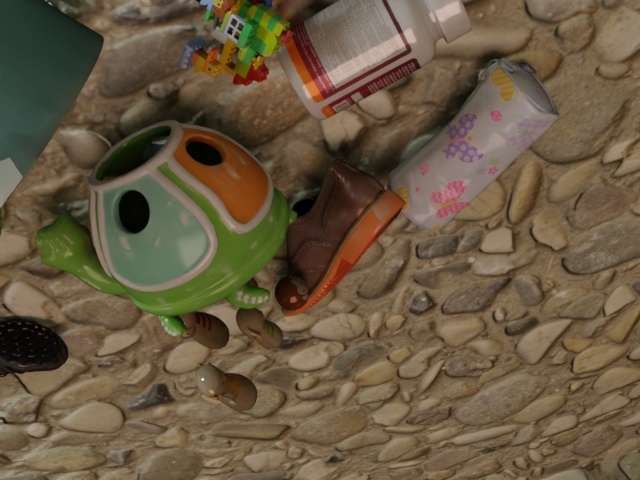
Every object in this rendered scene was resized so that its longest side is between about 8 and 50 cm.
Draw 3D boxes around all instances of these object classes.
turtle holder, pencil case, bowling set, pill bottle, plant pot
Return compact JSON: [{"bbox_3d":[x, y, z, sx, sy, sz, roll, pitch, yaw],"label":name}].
[{"bbox_3d":[-0.208,-0.033,1.101,0.320,0.243,0.227,3,139,42],"label":"turtle holder"},{"bbox_3d":[0.218,-0.136,1.192,0.124,0.113,0.273,26,125,-23],"label":"pencil case"},{"bbox_3d":[-0.130,0.091,1.223,0.200,0.287,0.154,-37,153,3],"label":"bowling set"},{"bbox_3d":[0.065,-0.249,1.000,0.221,0.121,0.121,-27,139,11],"label":"pill bottle"},{"bbox_3d":[-0.404,-0.162,0.823,0.235,0.293,0.293,35,119,-26],"label":"plant pot"}]

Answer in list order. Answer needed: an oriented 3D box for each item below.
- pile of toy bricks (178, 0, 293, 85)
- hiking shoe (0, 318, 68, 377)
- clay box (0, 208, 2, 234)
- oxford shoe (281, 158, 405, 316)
[{"bbox_3d":[-0.079,-0.251,0.927,0.105,0.118,0.212,37,130,8],"label":"pile of toy bricks"},{"bbox_3d":[-0.533,0.186,1.333,0.226,0.086,0.114,7,148,-18],"label":"hiking shoe"},{"bbox_3d":[-0.524,-0.035,1.031,0.222,0.127,0.053,3,137,-22],"label":"clay box"},{"bbox_3d":[0.000,0.000,1.291,0.130,0.132,0.364,-44,175,-41],"label":"oxford shoe"}]
